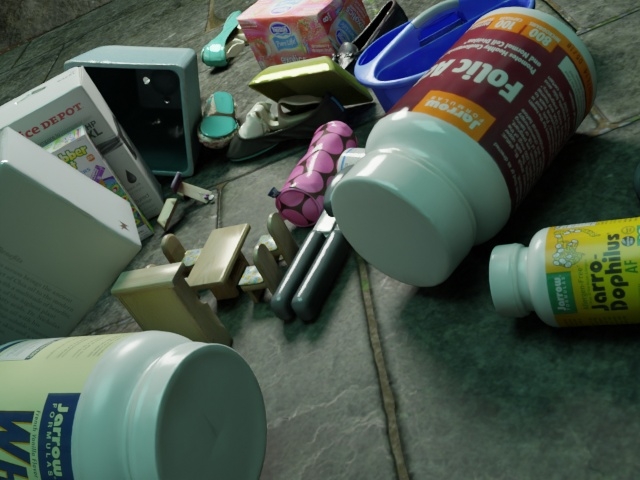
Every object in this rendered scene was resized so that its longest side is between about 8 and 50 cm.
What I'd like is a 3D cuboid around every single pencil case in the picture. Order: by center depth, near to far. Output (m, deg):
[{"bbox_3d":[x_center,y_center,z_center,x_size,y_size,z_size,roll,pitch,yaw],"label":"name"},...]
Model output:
[{"bbox_3d":[-0.009,-0.118,1.327,0.098,0.095,0.209,-35,18,46],"label":"pencil case"}]

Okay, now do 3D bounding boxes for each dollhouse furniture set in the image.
[{"bbox_3d":[-0.185,0.044,1.162,0.212,0.161,0.242,-10,37,25],"label":"dollhouse furniture set"},{"bbox_3d":[-0.261,-0.057,1.495,0.081,0.091,0.114,21,73,0],"label":"dollhouse furniture set"}]

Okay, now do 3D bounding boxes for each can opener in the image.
[{"bbox_3d":[0.000,0.000,1.163,0.074,0.093,0.280,-2,46,33],"label":"can opener"}]

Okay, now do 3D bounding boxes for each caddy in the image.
[{"bbox_3d":[0.230,-0.339,1.370,0.341,0.179,0.241,-30,32,-2],"label":"caddy"}]

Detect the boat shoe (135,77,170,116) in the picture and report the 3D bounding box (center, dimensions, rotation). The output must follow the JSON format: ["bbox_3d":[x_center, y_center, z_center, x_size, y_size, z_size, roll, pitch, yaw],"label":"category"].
[{"bbox_3d":[-0.445,-0.304,1.880,0.355,0.132,0.130,-35,54,-3],"label":"boat shoe"}]

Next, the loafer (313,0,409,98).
[{"bbox_3d":[0.077,-0.409,1.649,0.302,0.095,0.109,-42,35,-21],"label":"loafer"}]

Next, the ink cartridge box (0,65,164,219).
[{"bbox_3d":[-0.482,-0.148,1.502,0.223,0.307,0.129,-29,33,-1],"label":"ink cartridge box"}]

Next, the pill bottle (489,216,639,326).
[{"bbox_3d":[0.305,0.038,0.859,0.209,0.117,0.117,-6,39,29],"label":"pill bottle"}]

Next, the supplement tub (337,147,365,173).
[{"bbox_3d":[0.088,-0.118,1.269,0.107,0.071,0.071,10,49,42],"label":"supplement tub"}]

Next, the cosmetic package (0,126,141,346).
[{"bbox_3d":[-0.503,0.086,1.138,0.453,0.230,0.161,-48,33,9],"label":"cosmetic package"}]

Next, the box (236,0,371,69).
[{"bbox_3d":[-0.037,-0.505,1.809,0.300,0.154,0.142,15,52,45],"label":"box"}]

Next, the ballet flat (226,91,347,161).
[{"bbox_3d":[-0.082,-0.240,1.533,0.281,0.096,0.095,-13,35,22],"label":"ballet flat"}]

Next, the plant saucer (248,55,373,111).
[{"bbox_3d":[-0.015,-0.310,1.503,0.189,0.188,0.045,-3,80,28],"label":"plant saucer"}]

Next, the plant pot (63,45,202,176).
[{"bbox_3d":[-0.374,-0.307,1.667,0.248,0.247,0.252,4,31,6],"label":"plant pot"}]

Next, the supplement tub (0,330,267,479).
[{"bbox_3d":[-0.252,0.227,0.894,0.325,0.235,0.235,-7,38,29],"label":"supplement tub"}]

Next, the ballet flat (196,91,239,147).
[{"bbox_3d":[-0.221,-0.246,1.665,0.091,0.077,0.241,10,33,-4],"label":"ballet flat"}]

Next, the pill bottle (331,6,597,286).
[{"bbox_3d":[0.203,-0.134,1.068,0.224,0.224,0.392,11,49,44],"label":"pill bottle"}]

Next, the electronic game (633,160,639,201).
[{"bbox_3d":[0.512,-0.092,0.948,0.229,0.048,0.229,-20,33,14],"label":"electronic game"}]

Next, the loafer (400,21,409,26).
[{"bbox_3d":[0.213,-0.404,1.591,0.056,0.050,0.148,-29,49,4],"label":"loafer"}]

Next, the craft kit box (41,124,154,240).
[{"bbox_3d":[-0.484,-0.051,1.429,0.250,0.246,0.061,-31,32,-3],"label":"craft kit box"}]

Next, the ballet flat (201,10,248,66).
[{"bbox_3d":[-0.240,-0.550,2.101,0.087,0.083,0.247,14,47,14],"label":"ballet flat"}]
